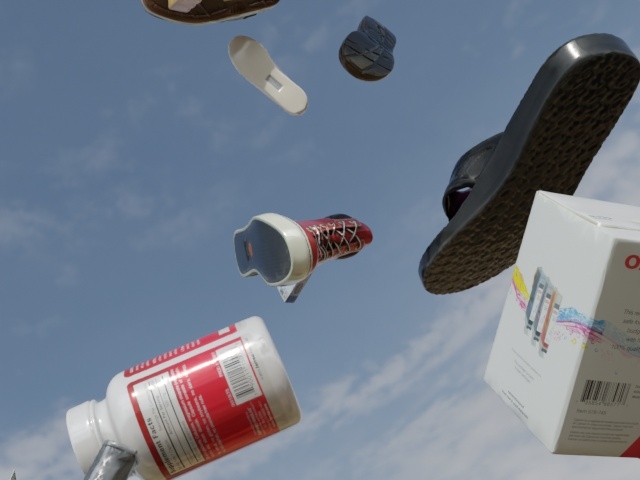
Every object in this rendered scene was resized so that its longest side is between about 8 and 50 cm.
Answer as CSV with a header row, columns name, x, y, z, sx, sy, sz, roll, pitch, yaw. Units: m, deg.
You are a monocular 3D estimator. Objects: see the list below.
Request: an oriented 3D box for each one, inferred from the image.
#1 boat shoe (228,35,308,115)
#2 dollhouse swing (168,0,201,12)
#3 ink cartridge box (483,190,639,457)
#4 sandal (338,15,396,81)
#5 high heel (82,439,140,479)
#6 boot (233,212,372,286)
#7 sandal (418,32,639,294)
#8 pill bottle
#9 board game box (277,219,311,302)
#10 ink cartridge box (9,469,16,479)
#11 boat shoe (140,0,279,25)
name,x,y,z,sx,sy,sz,roll,pitch,yaw
boat shoe,-0.093,-0.294,1.657,0.066,0.184,0.063,-51,-3,-6
dollhouse swing,-0.049,-0.485,1.242,0.315,0.347,0.305,-8,-84,-19
ink cartridge box,0.230,0.064,0.729,0.128,0.127,0.176,8,-73,-17
sandal,0.068,-0.293,1.442,0.090,0.219,0.060,36,-60,-13
high heel,-0.130,0.306,0.821,0.093,0.261,0.186,82,-151,-54
boot,0.000,0.000,1.154,0.176,0.088,0.244,-9,3,-16
sandal,0.262,-0.096,1.223,0.167,0.107,0.446,3,-45,-29
pill bottle,-0.258,0.321,1.748,0.407,0.229,0.229,-22,-35,-6
board game box,-0.044,0.031,1.382,0.020,0.090,0.090,4,-49,-36
ink cartridge box,-0.381,0.325,1.105,0.028,0.048,0.083,-4,-77,-8
boat shoe,-0.197,-0.417,1.609,0.257,0.095,0.095,-8,0,-28
